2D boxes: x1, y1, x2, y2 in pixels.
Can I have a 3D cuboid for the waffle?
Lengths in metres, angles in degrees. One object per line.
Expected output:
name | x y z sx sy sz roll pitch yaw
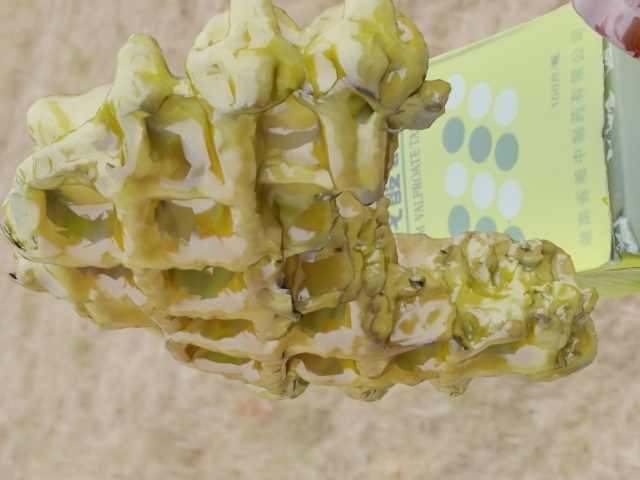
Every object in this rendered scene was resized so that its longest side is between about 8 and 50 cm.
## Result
waffle | 0.000 0.003 0.481 0.149 0.194 0.051 -16 57 33

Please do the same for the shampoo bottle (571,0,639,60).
shampoo bottle | 0.193 -0.198 0.578 0.076 0.118 0.314 46 119 33

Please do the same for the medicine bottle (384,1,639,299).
medicine bottle | 0.120 -0.037 0.913 0.250 0.141 0.137 -16 78 55
